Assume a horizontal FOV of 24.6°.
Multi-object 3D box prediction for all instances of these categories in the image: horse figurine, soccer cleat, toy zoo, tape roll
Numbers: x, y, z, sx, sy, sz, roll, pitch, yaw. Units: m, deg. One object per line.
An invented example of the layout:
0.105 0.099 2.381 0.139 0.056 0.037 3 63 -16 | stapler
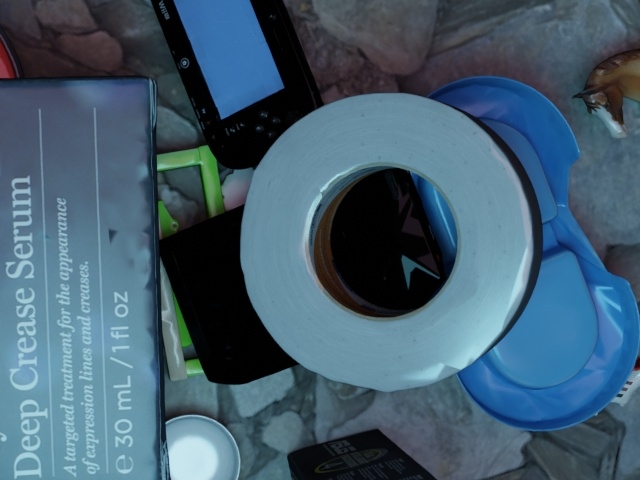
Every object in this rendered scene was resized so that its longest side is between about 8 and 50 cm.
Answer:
0.360 -0.151 1.290 0.263 0.066 0.174 -42 102 -4 | horse figurine
0.269 0.127 1.295 0.083 0.029 0.035 -22 102 -5 | soccer cleat
0.000 0.000 1.251 0.293 0.030 0.192 -9 91 -9 | toy zoo
0.053 0.000 1.091 0.219 0.072 0.219 0 91 14 | tape roll

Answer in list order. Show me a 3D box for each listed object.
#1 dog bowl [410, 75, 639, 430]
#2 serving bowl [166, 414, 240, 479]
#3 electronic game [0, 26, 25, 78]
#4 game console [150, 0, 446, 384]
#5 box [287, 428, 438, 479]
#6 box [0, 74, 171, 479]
0.152 0.012 1.224 0.166 0.074 0.297 -22 93 -11 | dog bowl
-0.110 0.187 1.235 0.083 0.027 0.083 0 89 -9 | serving bowl
-0.353 -0.108 1.188 0.229 0.048 0.229 0 90 -8 | electronic game
-0.054 -0.080 1.175 0.213 0.044 0.361 -23 85 15 | game console
0.067 0.324 1.078 0.097 0.395 0.318 -16 91 -7 | box
-0.314 0.033 1.070 0.396 0.212 0.293 -3 93 -8 | box
